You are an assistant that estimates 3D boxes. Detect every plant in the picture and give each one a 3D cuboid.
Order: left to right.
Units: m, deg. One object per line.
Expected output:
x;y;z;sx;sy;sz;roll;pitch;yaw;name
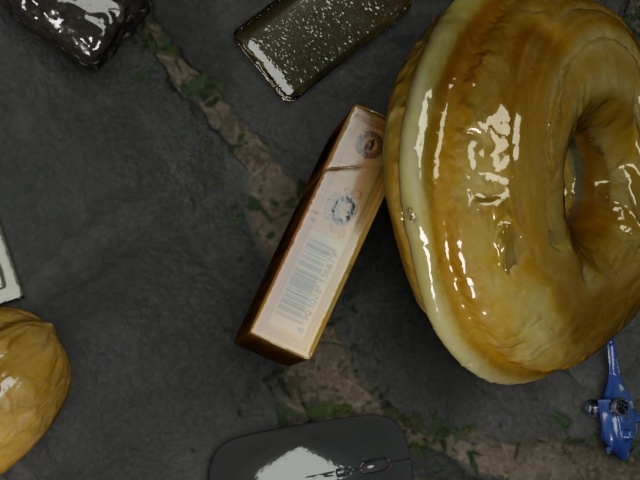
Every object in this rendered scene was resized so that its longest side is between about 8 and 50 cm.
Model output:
-0.289;-0.292;1.737;0.194;0.129;0.132;41;76;-5;plant

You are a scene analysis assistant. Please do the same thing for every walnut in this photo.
-0.358;0.162;1.650;0.206;0.159;0.159;-44;91;-7;walnut

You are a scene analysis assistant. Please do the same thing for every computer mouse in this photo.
-0.009;0.264;1.740;0.232;0.057;0.120;-8;84;-10;computer mouse

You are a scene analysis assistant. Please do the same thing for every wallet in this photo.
0.005;-0.259;1.828;0.198;0.031;0.110;-39;90;-12;wallet

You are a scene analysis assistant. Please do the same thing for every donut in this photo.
0.227;-0.068;1.671;0.449;0.198;0.449;-6;97;-49;donut

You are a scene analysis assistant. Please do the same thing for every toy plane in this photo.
0.346;0.174;1.819;0.062;0.054;0.167;-1;82;-35;toy plane

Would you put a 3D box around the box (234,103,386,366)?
0.000;0.000;1.719;0.076;0.174;0.274;26;80;-6;box

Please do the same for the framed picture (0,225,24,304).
-0.487;-0.048;1.722;0.232;0.024;0.315;-19;86;-13;framed picture
